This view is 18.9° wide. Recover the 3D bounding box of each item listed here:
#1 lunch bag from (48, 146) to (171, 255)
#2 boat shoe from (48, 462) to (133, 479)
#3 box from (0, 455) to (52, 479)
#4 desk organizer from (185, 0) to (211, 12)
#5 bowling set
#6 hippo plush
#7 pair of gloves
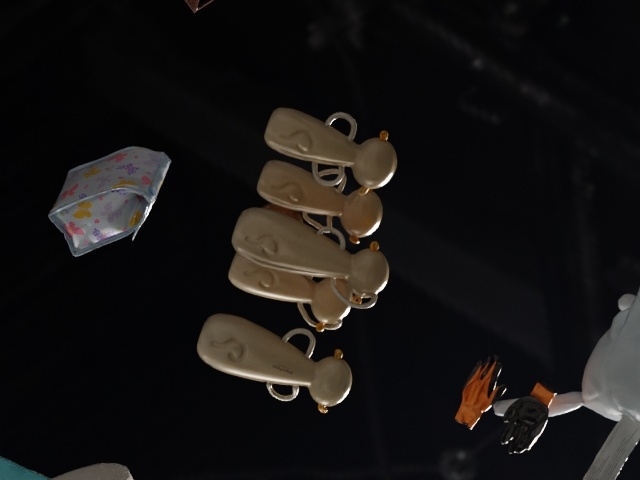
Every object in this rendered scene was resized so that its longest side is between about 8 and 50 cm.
[{"bbox_3d":[-0.156,-0.032,1.468,0.083,0.071,0.053,-23,-64,19],"label":"lunch bag"},{"bbox_3d":[-0.148,0.180,0.935,0.066,0.184,0.063,-4,-61,33],"label":"boat shoe"},{"bbox_3d":[-0.121,0.229,1.273,0.244,0.060,0.100,23,-25,8],"label":"box"},{"bbox_3d":[-0.076,-0.246,1.506,0.050,0.047,0.130,54,-43,39],"label":"desk organizer"},{"bbox_3d":[0.000,0.000,1.886,0.154,0.200,0.287,20,-74,3],"label":"bowling set"},{"bbox_3d":[0.366,0.116,1.788,0.234,0.294,0.236,43,17,14],"label":"hippo plush"},{"bbox_3d":[0.167,0.148,1.737,0.083,0.010,0.074,30,-73,18],"label":"pair of gloves"}]
